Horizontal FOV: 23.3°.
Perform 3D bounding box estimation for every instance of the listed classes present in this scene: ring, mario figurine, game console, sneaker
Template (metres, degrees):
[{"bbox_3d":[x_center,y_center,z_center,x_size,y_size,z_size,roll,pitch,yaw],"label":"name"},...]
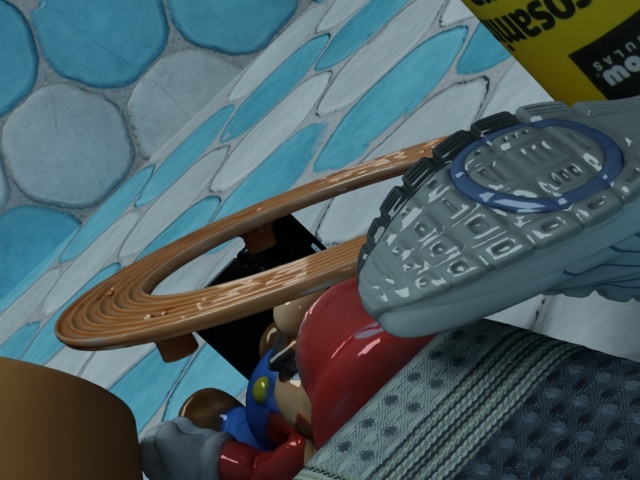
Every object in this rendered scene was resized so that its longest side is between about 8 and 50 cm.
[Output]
[{"bbox_3d":[0.000,0.000,0.943,0.336,0.032,0.336,-22,10,4],"label":"ring"},{"bbox_3d":[-0.009,0.075,1.001,0.320,0.170,0.198,156,128,-68],"label":"mario figurine"},{"bbox_3d":[-0.031,0.052,1.226,0.071,0.122,0.107,-35,18,36],"label":"game console"},{"bbox_3d":[0.162,-0.013,0.759,0.297,0.129,0.111,-22,37,-4],"label":"sneaker"}]

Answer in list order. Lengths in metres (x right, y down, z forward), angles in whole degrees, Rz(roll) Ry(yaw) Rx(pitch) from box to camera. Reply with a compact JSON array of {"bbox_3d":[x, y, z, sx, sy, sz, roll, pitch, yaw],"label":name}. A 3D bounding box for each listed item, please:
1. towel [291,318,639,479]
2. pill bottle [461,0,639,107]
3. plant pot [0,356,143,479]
[{"bbox_3d":[0.061,0.168,0.628,0.324,0.056,0.312,-41,30,-24],"label":"towel"},{"bbox_3d":[0.169,-0.182,0.893,0.188,0.334,0.188,-42,15,14],"label":"pill bottle"},{"bbox_3d":[-0.221,0.192,0.941,0.291,0.291,0.203,-26,51,51],"label":"plant pot"}]
